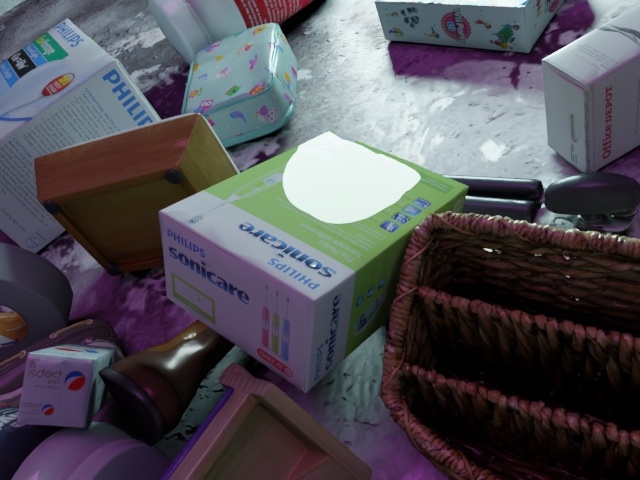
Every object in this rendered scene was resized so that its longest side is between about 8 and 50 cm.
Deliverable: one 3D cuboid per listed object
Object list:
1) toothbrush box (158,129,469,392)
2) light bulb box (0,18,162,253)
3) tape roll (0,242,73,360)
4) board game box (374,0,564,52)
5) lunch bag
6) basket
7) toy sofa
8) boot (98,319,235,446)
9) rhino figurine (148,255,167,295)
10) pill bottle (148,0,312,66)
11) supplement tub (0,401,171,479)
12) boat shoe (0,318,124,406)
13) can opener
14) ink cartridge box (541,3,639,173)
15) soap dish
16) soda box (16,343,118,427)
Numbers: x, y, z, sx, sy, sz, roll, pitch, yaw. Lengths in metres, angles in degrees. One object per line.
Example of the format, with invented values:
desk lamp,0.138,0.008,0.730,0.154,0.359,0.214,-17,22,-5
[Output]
toothbrush box,0.000,0.000,0.673,0.206,0.122,0.283,27,39,29
light bulb box,-0.548,-0.226,1.232,0.361,0.225,0.358,-40,45,-10
tape roll,-0.495,0.102,0.914,0.219,0.219,0.072,-19,45,9
board game box,0.291,-0.467,1.135,0.303,0.097,0.224,19,61,36
lunch bag,-0.162,-0.306,1.200,0.224,0.108,0.279,-19,43,17
basket,0.203,0.131,0.547,0.299,0.223,0.213,13,58,33
toy sofa,-0.133,0.303,0.558,0.362,0.150,0.177,-52,19,-23
boot,-0.108,0.114,0.716,0.280,0.264,0.096,-34,86,-19
rhino figurine,-0.164,0.025,0.875,0.243,0.106,0.073,-32,29,33
pill bottle,-0.171,-0.576,1.363,0.408,0.229,0.229,-39,45,-11
supplement tub,-0.318,0.292,0.676,0.272,0.191,0.191,1,51,26
boat shoe,-0.429,0.214,0.864,0.305,0.109,0.091,-28,43,-8
can opener,0.258,-0.064,0.785,0.284,0.095,0.076,7,54,31
ink cartridge box,0.412,-0.210,0.798,0.218,0.158,0.092,-31,46,-3
soap dish,-0.264,-0.059,0.938,0.291,0.229,0.118,-11,46,17
soda box,-0.290,0.164,0.714,0.069,0.216,0.073,7,81,-11
